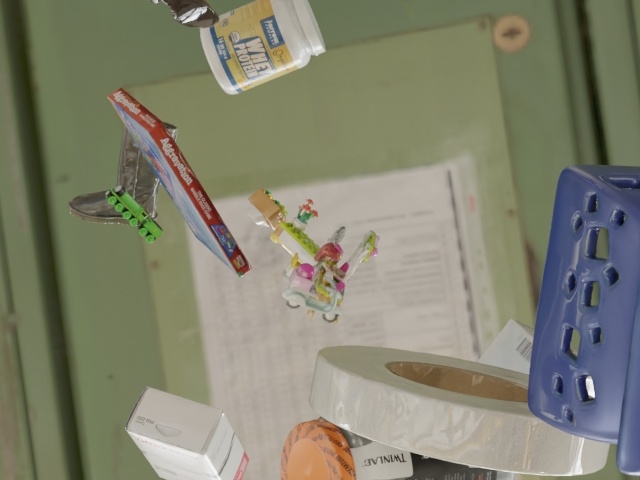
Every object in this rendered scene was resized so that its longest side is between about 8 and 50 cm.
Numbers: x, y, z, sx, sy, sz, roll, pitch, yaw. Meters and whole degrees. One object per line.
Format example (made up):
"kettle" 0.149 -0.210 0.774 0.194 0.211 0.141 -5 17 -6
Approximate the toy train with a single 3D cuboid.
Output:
"toy train" -0.206 -0.030 1.315 0.023 0.083 0.017 -40 -147 0

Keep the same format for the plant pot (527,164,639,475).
"plant pot" 0.324 0.069 0.977 0.235 0.236 0.212 3 -169 -9

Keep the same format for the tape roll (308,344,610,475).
"tape roll" 0.179 0.211 1.523 0.391 0.072 0.392 11 -177 0

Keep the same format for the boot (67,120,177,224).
"boot" -0.378 -0.135 2.259 0.189 0.209 0.076 4 -149 -15

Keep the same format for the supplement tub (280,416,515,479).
"supplement tub" 0.113 0.327 1.728 0.315 0.194 0.193 0 174 -36

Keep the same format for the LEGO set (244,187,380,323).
"LEGO set" 0.000 0.000 1.538 0.132 0.107 0.287 28 -162 -26

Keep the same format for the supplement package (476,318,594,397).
"supplement package" 0.406 0.256 2.140 0.244 0.134 0.139 24 -164 -48

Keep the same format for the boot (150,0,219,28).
"boot" -0.139 -0.270 1.138 0.037 0.114 0.106 -22 152 27

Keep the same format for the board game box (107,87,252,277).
"board game box" -0.195 -0.078 1.660 0.027 0.281 0.145 -39 -140 -12

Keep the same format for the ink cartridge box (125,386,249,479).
"ink cartridge box" -0.231 0.359 2.087 0.158 0.092 0.218 14 152 19

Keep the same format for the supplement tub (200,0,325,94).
"supplement tub" -0.105 -0.365 2.167 0.199 0.144 0.144 -21 177 8
